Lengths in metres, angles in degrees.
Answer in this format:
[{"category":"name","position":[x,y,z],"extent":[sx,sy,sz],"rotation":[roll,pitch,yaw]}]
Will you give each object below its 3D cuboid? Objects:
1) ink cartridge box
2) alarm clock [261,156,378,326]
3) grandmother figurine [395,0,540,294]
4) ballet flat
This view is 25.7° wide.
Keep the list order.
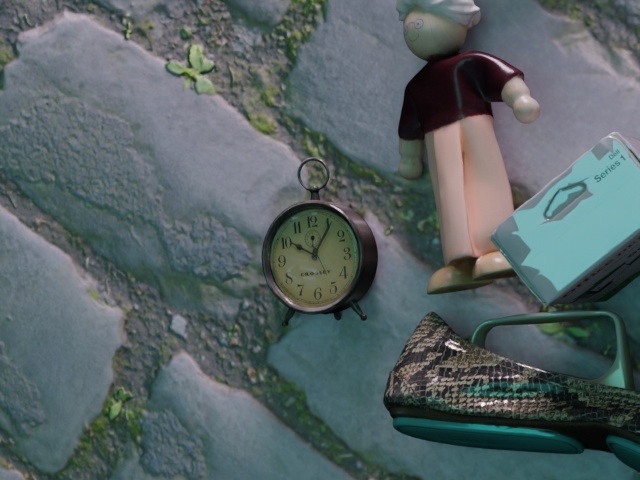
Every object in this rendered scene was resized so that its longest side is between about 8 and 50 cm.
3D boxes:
[{"category":"ink cartridge box","position":[0.284,-0.017,1.383],"extent":[0.160,0.219,0.092],"rotation":[-42,72,20]},{"category":"alarm clock","position":[0.000,0.000,1.608],"extent":[0.129,0.064,0.192],"rotation":[-5,90,26]},{"category":"grandmother figurine","position":[0.148,-0.125,1.505],"extent":[0.208,0.104,0.342],"rotation":[-19,78,37]},{"category":"ballet flat","position":[0.297,0.162,1.426],"extent":[0.483,0.164,0.182],"rotation":[13,75,27]}]
